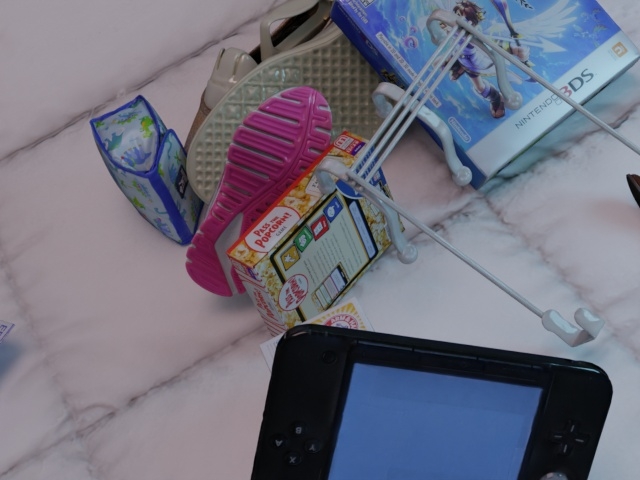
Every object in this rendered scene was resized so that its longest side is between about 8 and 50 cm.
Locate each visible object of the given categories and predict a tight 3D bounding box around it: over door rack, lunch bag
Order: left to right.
[{"bbox_3d":[-0.202,-0.081,1.547,0.096,0.129,0.151,-28,45,-2],"label":"lunch bag"},{"bbox_3d":[0.189,-0.061,1.314,0.324,0.108,0.239,32,71,9],"label":"over door rack"}]

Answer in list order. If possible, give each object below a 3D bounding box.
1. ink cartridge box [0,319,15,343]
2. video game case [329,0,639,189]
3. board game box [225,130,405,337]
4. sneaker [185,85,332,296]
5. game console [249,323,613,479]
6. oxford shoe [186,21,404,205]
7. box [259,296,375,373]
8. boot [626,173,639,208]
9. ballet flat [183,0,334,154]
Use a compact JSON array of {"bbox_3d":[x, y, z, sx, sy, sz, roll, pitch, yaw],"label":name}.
[{"bbox_3d":[-0.481,0.162,1.502,0.208,0.045,0.206,14,57,33],"label":"ink cartridge box"},{"bbox_3d":[0.189,-0.237,1.469,0.244,0.061,0.269,-38,84,-13],"label":"video game case"},{"bbox_3d":[0.000,0.000,1.377,0.045,0.146,0.193,27,64,37],"label":"board game box"},{"bbox_3d":[-0.069,-0.065,1.432,0.252,0.103,0.111,-58,6,16],"label":"sneaker"},{"bbox_3d":[0.092,0.228,1.046,0.293,0.250,0.173,8,22,-8],"label":"game console"},{"bbox_3d":[0.028,-0.190,1.561,0.449,0.130,0.169,-42,92,-7],"label":"oxford shoe"},{"bbox_3d":[0.034,0.172,1.237,0.114,0.103,0.203,-27,45,-1],"label":"box"},{"bbox_3d":[0.394,-0.057,1.340,0.114,0.037,0.106,-32,59,-3],"label":"boot"},{"bbox_3d":[-0.072,-0.225,1.637,0.107,0.106,0.316,27,65,38],"label":"ballet flat"}]
